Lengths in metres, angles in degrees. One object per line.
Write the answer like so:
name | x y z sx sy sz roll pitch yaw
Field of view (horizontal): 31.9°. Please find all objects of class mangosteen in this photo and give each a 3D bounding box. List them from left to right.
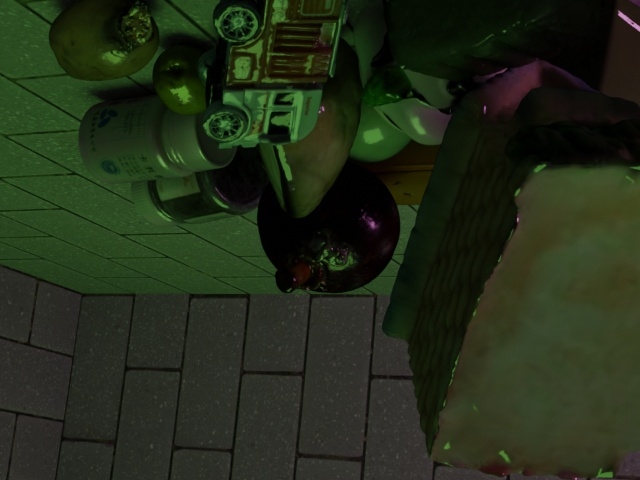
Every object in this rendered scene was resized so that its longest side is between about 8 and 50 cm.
mangosteen | 0.000 0.000 1.758 0.236 0.261 0.235 18 139 16

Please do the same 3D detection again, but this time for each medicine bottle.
medicine bottle | -0.280 -0.178 1.932 0.255 0.152 0.152 -2 164 32
medicine bottle | -0.233 -0.115 2.146 0.165 0.165 0.273 17 164 -38

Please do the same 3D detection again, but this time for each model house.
model house | 0.323 -0.002 1.243 0.446 0.395 0.400 6 -151 -10

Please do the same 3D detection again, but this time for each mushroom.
mushroom | -0.030 -0.173 1.621 0.292 0.212 0.217 38 161 47

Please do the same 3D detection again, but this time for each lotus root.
lotus root | -0.298 -0.288 1.579 0.221 0.118 0.125 -4 180 44

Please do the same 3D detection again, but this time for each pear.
pear | -0.205 -0.247 1.722 0.107 0.107 0.131 2 180 14

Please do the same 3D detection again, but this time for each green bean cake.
green bean cake | 0.174 -0.292 1.177 0.227 0.222 0.125 -8 171 38

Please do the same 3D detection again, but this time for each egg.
egg | 0.074 -0.195 1.731 0.149 0.149 0.192 11 170 -23

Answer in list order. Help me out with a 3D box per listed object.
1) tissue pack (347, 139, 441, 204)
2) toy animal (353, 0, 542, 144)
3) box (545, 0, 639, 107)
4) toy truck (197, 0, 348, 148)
tissue pack | 0.176 -0.151 1.887 0.275 0.145 0.194 0 163 23
toy animal | 0.145 -0.235 1.432 0.213 0.212 0.267 13 158 -27
box | 0.327 -0.180 1.519 0.178 0.252 0.329 24 158 -29
toy truck | -0.054 -0.255 1.327 0.162 0.136 0.305 1 134 -12
